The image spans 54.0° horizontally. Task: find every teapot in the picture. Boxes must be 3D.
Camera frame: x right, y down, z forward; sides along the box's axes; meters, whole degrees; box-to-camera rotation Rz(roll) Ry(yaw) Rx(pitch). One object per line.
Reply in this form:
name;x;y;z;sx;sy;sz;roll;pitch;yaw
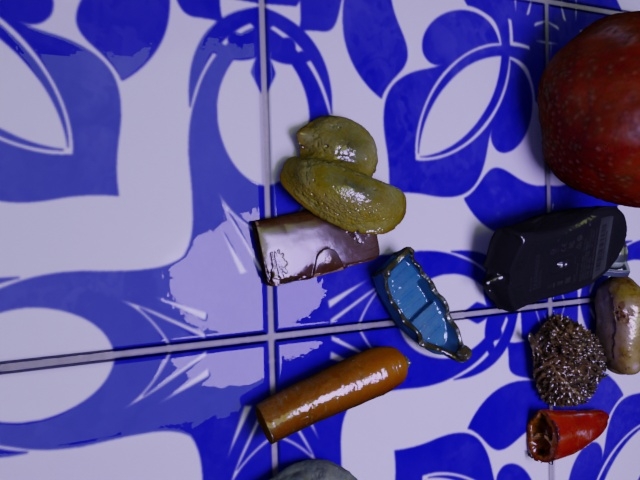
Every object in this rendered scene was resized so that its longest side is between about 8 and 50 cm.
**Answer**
teapot;0.480;0.027;1.054;0.057;0.088;0.066;-7;136;-5

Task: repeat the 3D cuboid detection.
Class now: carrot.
carrot;0.023;0.198;0.840;0.225;0.067;0.067;-20;100;-23

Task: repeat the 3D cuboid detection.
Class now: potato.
potato;0.505;0.142;1.052;0.080;0.107;0.171;1;87;9

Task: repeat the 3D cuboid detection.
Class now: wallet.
wallet;0.000;0.000;0.845;0.176;0.026;0.095;-13;96;-26

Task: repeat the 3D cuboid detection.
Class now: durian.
durian;0.402;0.194;1.010;0.188;0.091;0.148;34;77;-21

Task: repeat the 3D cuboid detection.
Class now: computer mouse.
computer mouse;0.352;0.019;0.984;0.264;0.088;0.147;-16;120;-21

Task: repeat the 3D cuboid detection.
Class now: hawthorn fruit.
hawthorn fruit;0.486;-0.181;0.901;0.284;0.369;0.285;-5;109;-14

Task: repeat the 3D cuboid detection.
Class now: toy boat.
toy boat;0.148;0.098;0.891;0.075;0.077;0.185;-38;107;-21

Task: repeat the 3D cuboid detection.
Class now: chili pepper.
chili pepper;0.423;0.310;1.045;0.168;0.065;0.088;-4;109;-31

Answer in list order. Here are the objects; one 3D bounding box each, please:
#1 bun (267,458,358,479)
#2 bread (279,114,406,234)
bun;-0.016;0.397;0.801;0.221;0.108;0.221;-1;92;-26
bread;0.048;-0.092;0.835;0.187;0.065;0.149;27;66;-15
